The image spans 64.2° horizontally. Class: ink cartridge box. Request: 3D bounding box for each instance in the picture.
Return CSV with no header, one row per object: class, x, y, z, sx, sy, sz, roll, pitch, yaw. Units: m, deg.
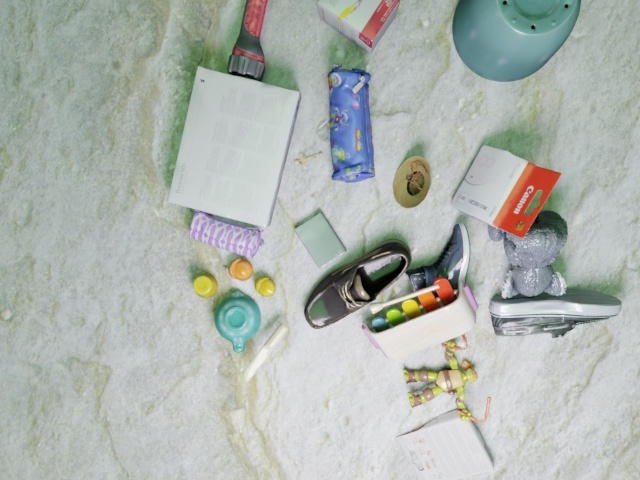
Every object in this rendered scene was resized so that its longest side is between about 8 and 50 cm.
ink cartridge box,0.097,-0.606,1.338,0.176,0.128,0.127,35,96,0
ink cartridge box,0.361,0.606,1.486,0.224,0.056,0.181,-27,93,24
ink cartridge box,0.466,-0.132,1.317,0.066,0.232,0.189,25,97,-30

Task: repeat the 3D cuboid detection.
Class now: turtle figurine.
turtle figurine,0.347,0.383,1.438,0.217,0.087,0.270,-13,74,9

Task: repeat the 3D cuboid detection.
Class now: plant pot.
plant pot,0.496,-0.567,1.263,0.292,0.235,0.294,0,95,3

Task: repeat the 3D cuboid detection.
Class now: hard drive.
hard drive,0.000,0.000,1.455,0.094,0.022,0.135,-33,93,6

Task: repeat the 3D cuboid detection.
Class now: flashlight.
flashlight,-0.172,-0.588,1.371,0.103,0.103,0.305,15,97,3

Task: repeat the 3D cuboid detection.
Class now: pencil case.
pencil case,-0.265,-0.017,1.438,0.205,0.086,0.088,16,104,2
pencil case,0.084,-0.309,1.368,0.119,0.133,0.307,-5,97,-25

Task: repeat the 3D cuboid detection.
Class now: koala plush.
koala plush,0.557,0.052,1.353,0.196,0.203,0.222,-3,107,4

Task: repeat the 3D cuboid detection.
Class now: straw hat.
straw hat,0.270,-0.155,1.401,0.061,0.144,0.145,5,98,-39

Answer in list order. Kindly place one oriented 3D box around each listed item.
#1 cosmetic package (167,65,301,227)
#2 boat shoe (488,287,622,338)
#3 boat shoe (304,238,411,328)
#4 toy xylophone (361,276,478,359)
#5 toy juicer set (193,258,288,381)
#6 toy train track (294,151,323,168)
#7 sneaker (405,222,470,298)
cosmetic package,-0.235,-0.253,1.409,0.284,0.097,0.378,15,96,0
boat shoe,0.636,0.206,1.399,0.334,0.121,0.119,-3,104,14
boat shoe,0.095,0.120,1.405,0.355,0.130,0.132,-40,92,6
toy xylophone,0.262,0.202,1.371,0.322,0.081,0.236,-18,124,11
toy juicer set,-0.205,0.205,1.462,0.209,0.089,0.329,-31,84,-7
toy train track,-0.034,-0.231,1.440,0.083,0.014,0.048,-17,94,5
sneaker,0.320,0.060,1.408,0.163,0.086,0.227,5,97,1
